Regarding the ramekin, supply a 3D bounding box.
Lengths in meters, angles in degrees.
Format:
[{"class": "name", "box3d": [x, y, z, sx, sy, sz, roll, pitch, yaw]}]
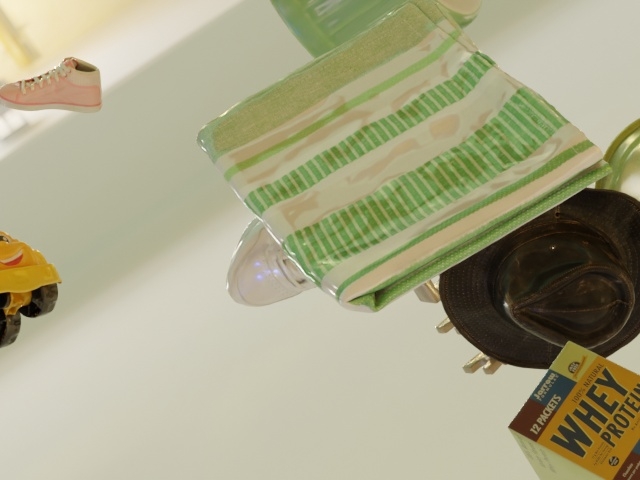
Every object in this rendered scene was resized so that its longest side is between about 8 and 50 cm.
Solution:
[{"class": "ramekin", "box3d": [0.056, -0.337, 2.027, 0.148, 0.303, 0.303, -29, -161, 27]}]

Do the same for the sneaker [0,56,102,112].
[{"class": "sneaker", "box3d": [-0.341, -0.202, 2.207, 0.134, 0.070, 0.051, 3, -146, -10]}]

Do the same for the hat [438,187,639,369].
[{"class": "hat", "box3d": [0.336, 0.077, 2.448, 0.331, 0.331, 0.134, -29, -155, 11]}]

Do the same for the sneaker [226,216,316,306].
[{"class": "sneaker", "box3d": [0.000, 0.000, 2.227, 0.305, 0.114, 0.152, -33, -159, 18]}]

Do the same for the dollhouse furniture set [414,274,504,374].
[{"class": "dollhouse furniture set", "box3d": [0.237, 0.023, 2.701, 0.152, 0.374, 0.201, -42, -160, -24]}]

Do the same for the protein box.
[{"class": "protein box", "box3d": [0.365, 0.257, 2.086, 0.201, 0.200, 0.136, 26, -108, 36]}]

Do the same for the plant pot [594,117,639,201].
[{"class": "plant pot", "box3d": [0.563, -0.057, 2.602, 0.276, 0.276, 0.254, -32, -174, 3]}]

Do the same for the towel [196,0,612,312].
[{"class": "towel", "box3d": [0.056, -0.078, 1.420, 0.248, 0.038, 0.325, -31, -142, -6]}]

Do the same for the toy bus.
[{"class": "toy bus", "box3d": [-0.434, 0.024, 2.085, 0.149, 0.211, 0.220, -7, 161, -45]}]
